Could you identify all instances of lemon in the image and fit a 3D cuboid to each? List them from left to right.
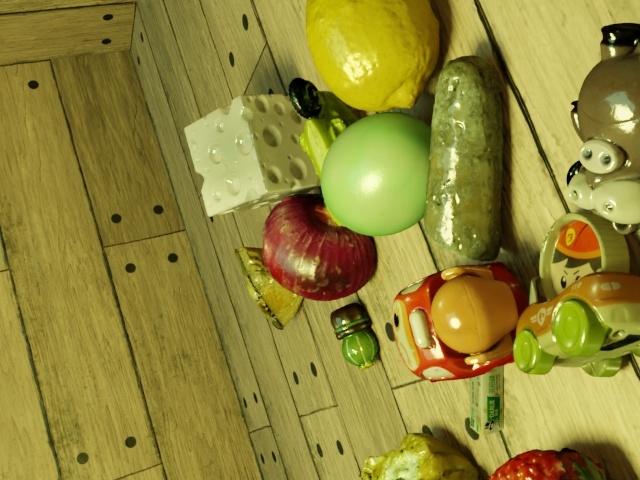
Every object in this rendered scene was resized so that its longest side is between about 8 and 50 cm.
[{"bbox_3d":[0.090,-0.354,1.222,0.288,0.234,0.233,63,155,8],"label":"lemon"}]

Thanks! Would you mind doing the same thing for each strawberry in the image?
[{"bbox_3d":[0.355,0.467,1.064,0.239,0.250,0.288,35,123,3],"label":"strawberry"}]

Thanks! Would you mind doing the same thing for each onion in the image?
[{"bbox_3d":[-0.007,0.029,1.649,0.230,0.256,0.272,-110,4,-49],"label":"onion"}]

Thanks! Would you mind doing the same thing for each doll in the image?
[{"bbox_3d":[0.376,-0.123,0.837,0.182,0.117,0.257,34,131,50],"label":"doll"}]

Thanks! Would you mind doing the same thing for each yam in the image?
[{"bbox_3d":[0.235,-0.131,1.139,0.133,0.133,0.330,33,130,58],"label":"yam"}]

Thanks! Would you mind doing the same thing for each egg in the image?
[{"bbox_3d":[0.116,-0.122,1.296,0.270,0.221,0.220,-33,72,62],"label":"egg"}]

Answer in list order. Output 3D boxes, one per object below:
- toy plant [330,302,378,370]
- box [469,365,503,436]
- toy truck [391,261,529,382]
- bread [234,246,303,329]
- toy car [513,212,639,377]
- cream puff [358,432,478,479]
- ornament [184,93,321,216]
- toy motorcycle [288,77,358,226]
[{"bbox_3d":[0.088,0.241,1.735,0.162,0.093,0.093,69,156,14],"label":"toy plant"},{"bbox_3d":[0.309,0.266,1.299,0.041,0.050,0.207,-146,47,-60],"label":"box"},{"bbox_3d":[0.215,0.134,1.148,0.265,0.239,0.189,-23,74,33],"label":"toy truck"},{"bbox_3d":[-0.149,0.118,2.131,0.204,0.163,0.262,52,170,41],"label":"bread"},{"bbox_3d":[0.367,0.072,0.982,0.235,0.145,0.235,-175,90,-75],"label":"toy car"},{"bbox_3d":[0.217,0.579,1.423,0.274,0.270,0.323,62,-154,-20],"label":"cream puff"},{"bbox_3d":[-0.154,-0.214,1.751,0.240,0.240,0.239,-17,88,43],"label":"ornament"},{"bbox_3d":[0.033,-0.193,1.520,0.142,0.206,0.342,-19,95,36],"label":"toy motorcycle"}]
